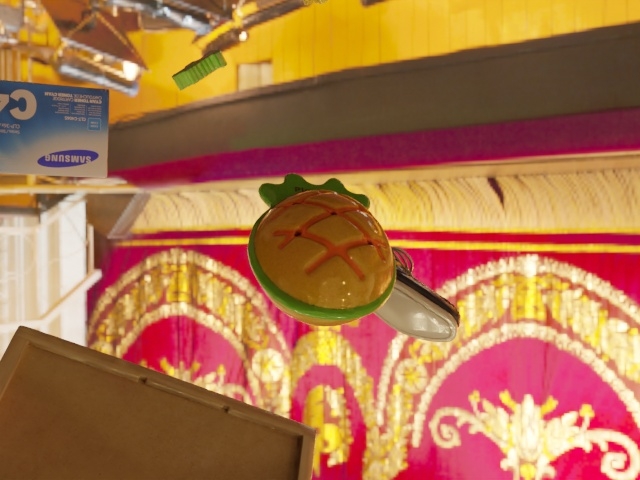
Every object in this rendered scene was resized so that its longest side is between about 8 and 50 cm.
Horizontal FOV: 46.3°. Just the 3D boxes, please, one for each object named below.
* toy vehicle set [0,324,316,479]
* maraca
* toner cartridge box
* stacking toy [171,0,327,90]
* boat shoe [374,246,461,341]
[{"bbox_3d":[-0.094,0.169,0.301,0.166,0.267,0.035,23,130,-13],"label":"toy vehicle set"},{"bbox_3d":[0.000,0.000,0.647,0.127,0.099,0.185,8,-141,-13],"label":"maraca"},{"bbox_3d":[-0.559,-0.203,1.333,0.348,0.165,0.075,0,-169,-20],"label":"toner cartridge box"},{"bbox_3d":[-0.090,-0.279,0.751,0.221,0.167,0.052,-36,-151,-12],"label":"stacking toy"},{"bbox_3d":[0.083,0.056,1.020,0.254,0.095,0.079,21,-135,30],"label":"boat shoe"}]
